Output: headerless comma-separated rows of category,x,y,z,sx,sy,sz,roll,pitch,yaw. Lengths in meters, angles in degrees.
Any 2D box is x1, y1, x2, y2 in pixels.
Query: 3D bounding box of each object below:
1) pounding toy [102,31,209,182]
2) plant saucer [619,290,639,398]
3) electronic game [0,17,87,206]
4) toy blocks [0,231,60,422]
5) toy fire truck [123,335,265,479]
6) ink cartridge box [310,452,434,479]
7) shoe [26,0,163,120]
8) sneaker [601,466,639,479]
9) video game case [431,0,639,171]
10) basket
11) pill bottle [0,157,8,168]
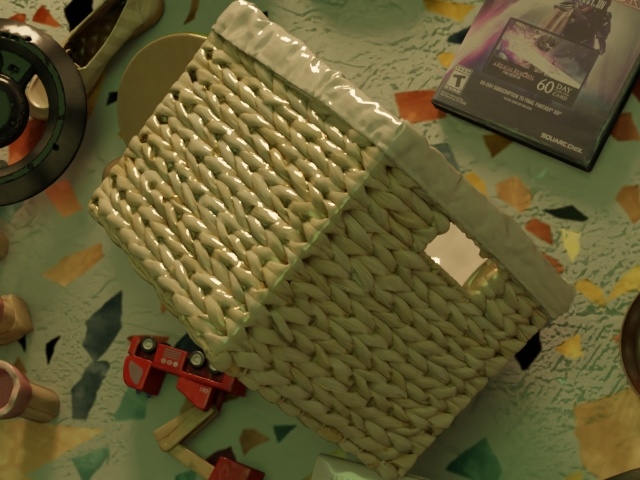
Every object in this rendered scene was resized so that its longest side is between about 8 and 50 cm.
pounding toy,-0.139,-0.131,1.577,0.183,0.110,0.237,28,113,12
plant saucer,0.387,0.107,1.364,0.168,0.029,0.168,-5,72,16
electronic game,-0.392,-0.153,1.615,0.229,0.048,0.229,0,83,1
toy blocks,-0.498,0.095,1.521,0.289,0.260,0.309,-24,69,10
toy fire truck,-0.141,0.191,1.495,0.192,0.047,0.135,15,80,21
ink cartridge box,0.114,0.346,1.330,0.283,0.117,0.207,11,78,21
shoe,-0.287,-0.237,1.662,0.219,0.058,0.076,-46,67,0
sneaker,0.370,0.276,1.287,0.227,0.087,0.130,-2,67,11
video game case,0.271,-0.233,1.505,0.196,0.026,0.274,26,84,22
basket,0.000,0.000,1.316,0.266,0.328,0.331,-48,43,2
pill bottle,-0.442,-0.097,1.666,0.116,0.065,0.065,23,82,23
